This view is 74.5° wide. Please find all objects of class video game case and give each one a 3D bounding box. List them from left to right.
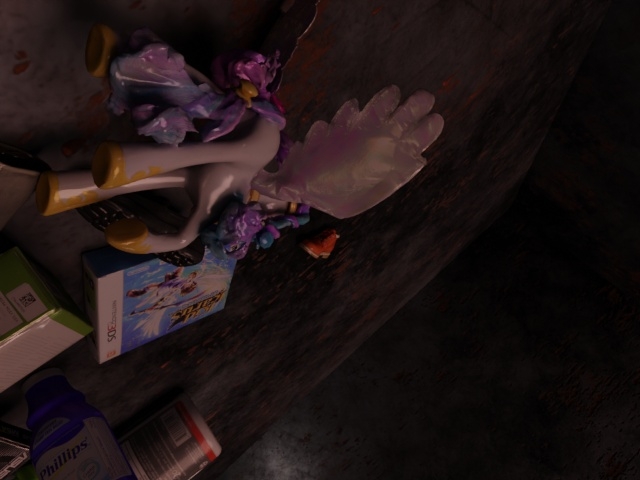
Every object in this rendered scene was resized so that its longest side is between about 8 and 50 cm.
[{"bbox_3d":[-0.285,0.086,0.781,0.270,0.061,0.244,-22,148,-41],"label":"video game case"}]

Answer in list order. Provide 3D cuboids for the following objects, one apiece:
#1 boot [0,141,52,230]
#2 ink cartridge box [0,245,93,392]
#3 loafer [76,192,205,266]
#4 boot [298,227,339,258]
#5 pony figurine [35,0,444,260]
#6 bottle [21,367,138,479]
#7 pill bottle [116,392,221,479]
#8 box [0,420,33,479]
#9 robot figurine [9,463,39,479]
[{"bbox_3d":[-0.402,-0.016,0.414,0.208,0.076,0.190,-43,171,14],"label":"boot"},{"bbox_3d":[-0.433,0.139,0.502,0.255,0.097,0.189,-37,175,-25],"label":"ink cartridge box"},{"bbox_3d":[-0.255,-0.034,0.614,0.076,0.078,0.223,-13,148,26],"label":"loafer"},{"bbox_3d":[0.000,0.000,1.102,0.084,0.059,0.158,-54,163,13],"label":"boot"},{"bbox_3d":[-0.091,-0.117,0.512,0.364,0.302,0.351,-4,144,-51],"label":"pony figurine"},{"bbox_3d":[-0.420,0.346,0.714,0.118,0.283,0.092,-38,156,-11],"label":"bottle"},{"bbox_3d":[-0.476,0.609,1.146,0.363,0.210,0.210,-32,153,-24],"label":"pill bottle"},{"bbox_3d":[-0.606,0.364,0.675,0.191,0.045,0.184,-40,132,-9],"label":"box"},{"bbox_3d":[-0.637,0.538,0.951,0.101,0.067,0.115,-53,158,-11],"label":"robot figurine"}]
